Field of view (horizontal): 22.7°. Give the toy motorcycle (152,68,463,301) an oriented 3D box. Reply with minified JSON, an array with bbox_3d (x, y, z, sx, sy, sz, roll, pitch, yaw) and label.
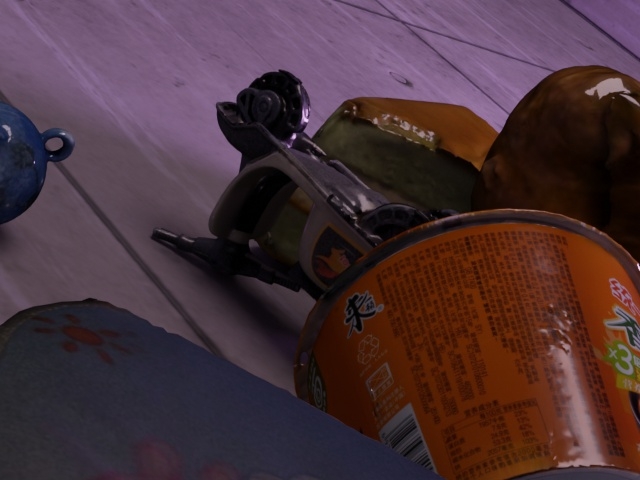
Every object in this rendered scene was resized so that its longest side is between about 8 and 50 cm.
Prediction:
[{"bbox_3d":[0.000,0.000,1.125,0.263,0.157,0.091,44,20,25],"label":"toy motorcycle"}]

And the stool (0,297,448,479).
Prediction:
[{"bbox_3d":[-0.024,0.209,0.475,0.310,0.226,0.310,29,20,-10],"label":"stool"}]

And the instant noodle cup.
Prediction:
[{"bbox_3d":[0.109,0.124,0.910,0.230,0.230,0.182,23,30,-25],"label":"instant noodle cup"}]

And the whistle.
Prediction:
[{"bbox_3d":[-0.234,-0.046,1.017,0.158,0.090,0.090,-15,33,-8],"label":"whistle"}]

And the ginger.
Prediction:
[{"bbox_3d":[0.182,0.038,1.137,0.165,0.321,0.172,6,-3,5],"label":"ginger"}]

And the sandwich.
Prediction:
[{"bbox_3d":[0.076,-0.031,1.314,0.227,0.155,0.198,29,18,-10],"label":"sandwich"}]
